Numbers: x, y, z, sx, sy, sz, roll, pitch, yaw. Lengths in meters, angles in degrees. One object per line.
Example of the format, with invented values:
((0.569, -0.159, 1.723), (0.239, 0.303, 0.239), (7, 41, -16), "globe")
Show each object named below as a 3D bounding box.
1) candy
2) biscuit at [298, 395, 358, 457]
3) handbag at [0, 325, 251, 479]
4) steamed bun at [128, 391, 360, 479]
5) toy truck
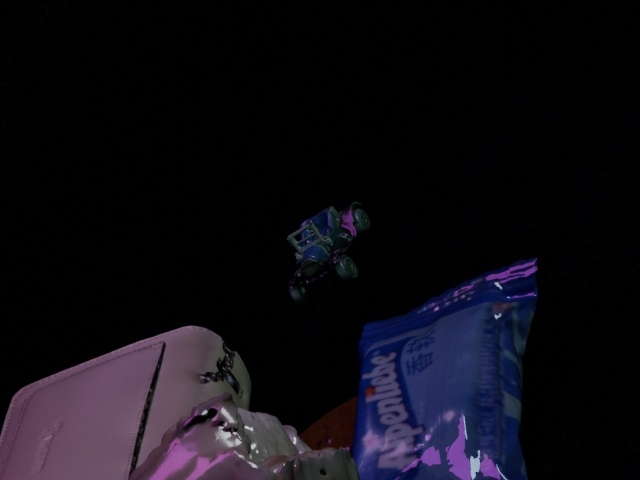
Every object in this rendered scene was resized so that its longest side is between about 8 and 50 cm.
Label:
((0.100, 0.151, 1.627), (0.187, 0.077, 0.331), (-21, 33, 21), "candy")
((0.021, 0.205, 1.754), (0.212, 0.036, 0.212), (-34, 18, 12), "biscuit")
((-0.192, 0.244, 1.878), (0.236, 0.160, 0.358), (-27, 21, 16), "handbag")
((-0.074, 0.302, 1.389), (0.346, 0.237, 0.394), (-30, -22, -36), "steamed bun")
((0.000, 0.001, 2.223), (0.080, 0.078, 0.154), (-28, 20, 24), "toy truck")
